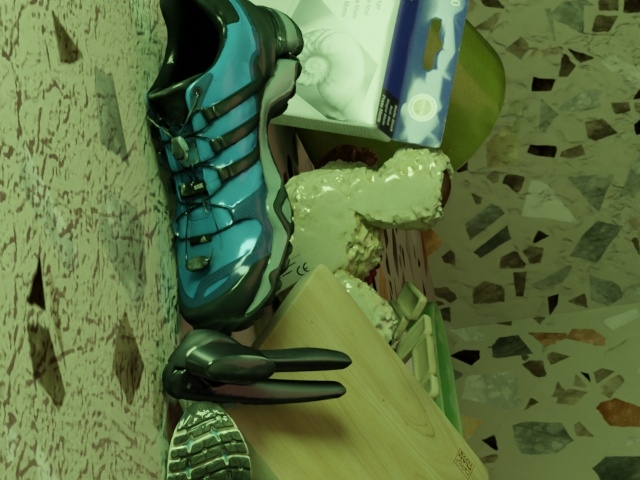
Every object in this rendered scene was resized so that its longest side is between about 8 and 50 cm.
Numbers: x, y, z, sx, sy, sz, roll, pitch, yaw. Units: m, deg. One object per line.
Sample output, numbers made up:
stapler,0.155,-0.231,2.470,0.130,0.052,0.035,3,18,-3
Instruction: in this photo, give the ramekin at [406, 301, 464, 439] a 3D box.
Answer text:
ramekin,0.101,0.239,2.200,0.303,0.148,0.303,-9,90,-83

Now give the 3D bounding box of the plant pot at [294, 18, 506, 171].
plant pot,0.042,-0.240,2.056,0.293,0.274,0.275,49,29,-45

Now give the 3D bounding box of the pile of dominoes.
pile of dominoes,0.058,0.171,1.769,0.251,0.040,0.196,-51,-155,34

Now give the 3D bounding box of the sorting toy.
sorting toy,0.008,0.192,1.463,0.257,0.089,0.255,52,31,-10

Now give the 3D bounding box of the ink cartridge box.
ink cartridge box,0.031,-0.217,1.716,0.045,0.224,0.223,63,37,-75

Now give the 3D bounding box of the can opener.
can opener,-0.046,0.107,1.321,0.186,0.073,0.059,11,104,-47

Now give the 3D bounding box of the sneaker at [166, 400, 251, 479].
sneaker,-0.084,0.196,1.280,0.073,0.063,0.162,-131,-147,-70

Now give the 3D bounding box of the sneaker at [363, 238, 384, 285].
sneaker,0.007,0.067,1.952,0.088,0.092,0.225,53,45,-54

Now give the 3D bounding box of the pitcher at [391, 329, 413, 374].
pitcher,0.047,0.186,1.992,0.207,0.177,0.125,64,-31,17

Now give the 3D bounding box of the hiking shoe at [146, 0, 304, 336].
hiking shoe,-0.097,-0.070,1.372,0.132,0.113,0.304,27,55,-43

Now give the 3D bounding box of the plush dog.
plush dog,0.000,0.000,1.783,0.225,0.210,0.262,158,-48,-83
